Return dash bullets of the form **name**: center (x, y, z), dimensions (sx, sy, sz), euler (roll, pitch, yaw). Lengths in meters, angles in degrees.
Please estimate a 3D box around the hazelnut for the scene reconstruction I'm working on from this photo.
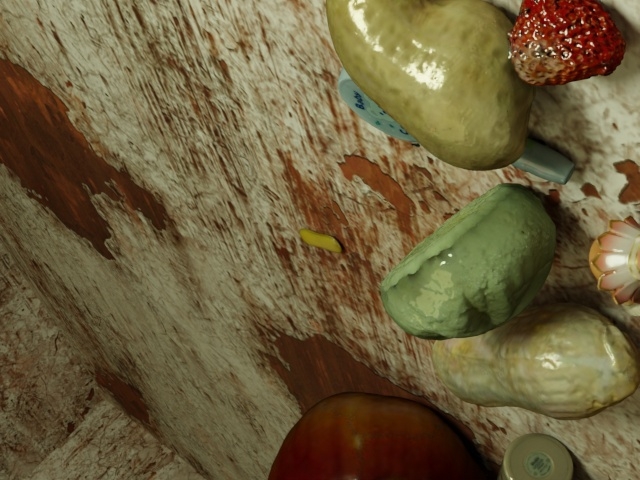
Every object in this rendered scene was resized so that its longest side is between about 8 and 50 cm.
- **hazelnut**: center (0.108, 0.429, 1.680), dimensions (0.359, 0.359, 0.409), euler (12, 145, 52)

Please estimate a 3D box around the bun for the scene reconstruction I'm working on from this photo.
- **bun**: center (0.159, 0.033, 1.074), dimensions (0.118, 0.195, 0.195), euler (53, 156, -3)

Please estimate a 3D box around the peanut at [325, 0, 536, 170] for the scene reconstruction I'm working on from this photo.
- **peanut**: center (0.097, -0.172, 0.942), dimensions (0.253, 0.137, 0.122), euler (41, -159, 9)

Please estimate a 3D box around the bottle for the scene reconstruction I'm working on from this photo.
- **bottle**: center (0.300, 0.356, 1.512), dimensions (0.209, 0.097, 0.110), euler (87, 165, -58)

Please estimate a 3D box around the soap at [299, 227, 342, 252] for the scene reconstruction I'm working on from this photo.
- **soap**: center (0.000, 0.000, 1.518), dimensions (0.089, 0.012, 0.034), euler (16, 143, 48)

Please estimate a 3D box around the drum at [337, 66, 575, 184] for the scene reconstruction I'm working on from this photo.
- **drum**: center (0.131, -0.114, 1.062), dimensions (0.253, 0.049, 0.130), euler (32, 167, 5)

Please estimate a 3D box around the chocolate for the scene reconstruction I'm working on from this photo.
- **chocolate**: center (0.237, 0.136, 1.203), dimensions (0.134, 0.134, 0.309), euler (53, 156, -17)

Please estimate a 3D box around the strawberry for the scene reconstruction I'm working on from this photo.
- **strawberry**: center (0.199, -0.162, 0.842), dimensions (0.096, 0.083, 0.083), euler (26, 151, 20)

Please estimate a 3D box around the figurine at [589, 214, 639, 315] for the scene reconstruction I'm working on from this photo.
- **figurine**: center (0.314, 0.023, 0.914), dimensions (0.102, 0.111, 0.195), euler (31, 162, -22)
